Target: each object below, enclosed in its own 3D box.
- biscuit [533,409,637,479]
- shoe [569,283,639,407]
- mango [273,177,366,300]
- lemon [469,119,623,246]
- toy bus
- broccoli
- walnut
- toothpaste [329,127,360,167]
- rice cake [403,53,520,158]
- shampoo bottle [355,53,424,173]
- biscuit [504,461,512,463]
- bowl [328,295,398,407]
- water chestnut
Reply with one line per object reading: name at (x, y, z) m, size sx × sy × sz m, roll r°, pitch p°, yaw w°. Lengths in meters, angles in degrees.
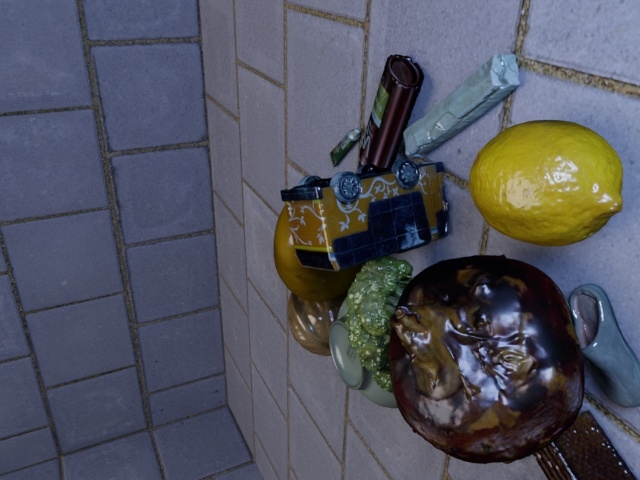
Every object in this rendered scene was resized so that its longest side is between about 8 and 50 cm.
biscuit at (0.440, 0.395, 0.903) m, size 0.070 × 0.106 × 0.252 m, roll 106°, pitch 145°, yaw -50°
shoe at (0.423, 0.164, 0.871) m, size 0.079 × 0.078 × 0.195 m, roll 140°, pitch 120°, yaw -63°
mango at (0.000, 0.000, 1.412) m, size 0.299 × 0.232 × 0.446 m, roll -64°, pitch -15°, yaw -5°
lemon at (0.325, -0.084, 0.838) m, size 0.257 × 0.189 × 0.188 m, roll 25°, pitch 123°, yaw 55°
toy bus at (0.102, -0.059, 1.171) m, size 0.162 × 0.324 × 0.194 m, roll 3°, pitch 105°, yaw 58°
broccoli at (0.164, 0.181, 1.153) m, size 0.302 × 0.186 × 0.253 m, roll 33°, pitch 95°, yaw 48°
walnut at (0.006, 0.208, 1.663) m, size 0.224 × 0.225 × 0.260 m, roll 104°, pitch 151°, yaw -44°
toothpaste at (0.064, -0.255, 1.538) m, size 0.204 × 0.032 × 0.049 m, roll 140°, pitch 117°, yaw -66°
rice cake at (0.253, -0.242, 1.083) m, size 0.336 × 0.063 × 0.066 m, roll 142°, pitch 124°, yaw -66°
shampoo bottle at (0.145, -0.248, 1.286) m, size 0.322 × 0.084 × 0.129 m, roll 106°, pitch 161°, yaw -48°
biscuit at (0.362, 0.318, 1.115) m, size 0.164 × 0.047 × 0.207 m, roll 114°, pitch 138°, yaw -55°
bowl at (0.141, 0.261, 1.411) m, size 0.354 × 0.185 × 0.353 m, roll 40°, pitch 136°, yaw 54°
water chestnut at (0.237, 0.168, 0.888) m, size 0.347 × 0.335 × 0.335 m, roll 39°, pitch -172°, yaw -43°
